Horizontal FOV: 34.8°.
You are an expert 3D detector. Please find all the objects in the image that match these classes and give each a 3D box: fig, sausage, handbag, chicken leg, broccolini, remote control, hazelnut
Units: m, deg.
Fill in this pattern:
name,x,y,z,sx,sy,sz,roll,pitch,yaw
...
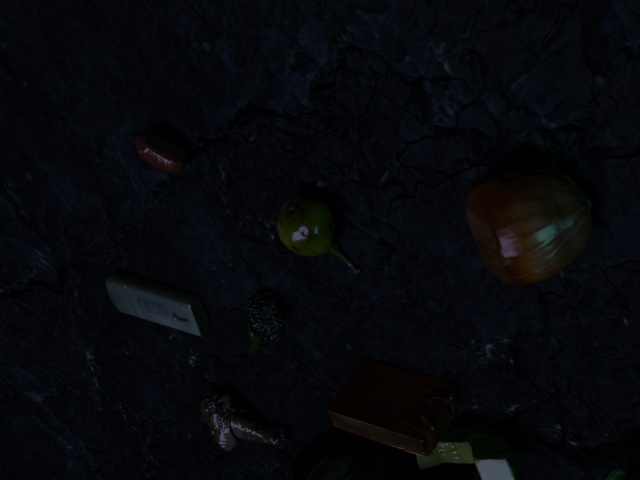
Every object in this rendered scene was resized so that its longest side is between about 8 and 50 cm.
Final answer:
name,x,y,z,sx,sy,sz,roll,pitch,yaw
fig,-0.009,0.007,1.560,0.093,0.093,0.166,6,133,38
sausage,-0.256,-0.146,1.646,0.094,0.059,0.054,32,165,9
handbag,0.124,0.273,1.684,0.190,0.127,0.063,13,138,34
chicken leg,-0.164,0.385,2.111,0.196,0.080,0.125,34,131,9
broccolini,-0.104,0.152,1.845,0.091,0.068,0.202,49,161,10
remote control,-0.323,0.125,2.012,0.233,0.038,0.098,14,137,31
hazelnut,0.257,-0.025,1.262,0.150,0.150,0.150,25,141,22

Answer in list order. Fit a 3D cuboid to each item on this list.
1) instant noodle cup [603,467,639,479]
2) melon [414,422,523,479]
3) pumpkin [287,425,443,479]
name,x,y,z,sx,sy,sz,roll,pitch,yaw
instant noodle cup,0.522,0.496,1.424,0.254,0.325,0.325,2,130,28
melon,0.236,0.347,1.673,0.209,0.118,0.064,-1,114,28
pumpkin,0.092,0.470,1.776,0.323,0.241,0.323,43,180,0
